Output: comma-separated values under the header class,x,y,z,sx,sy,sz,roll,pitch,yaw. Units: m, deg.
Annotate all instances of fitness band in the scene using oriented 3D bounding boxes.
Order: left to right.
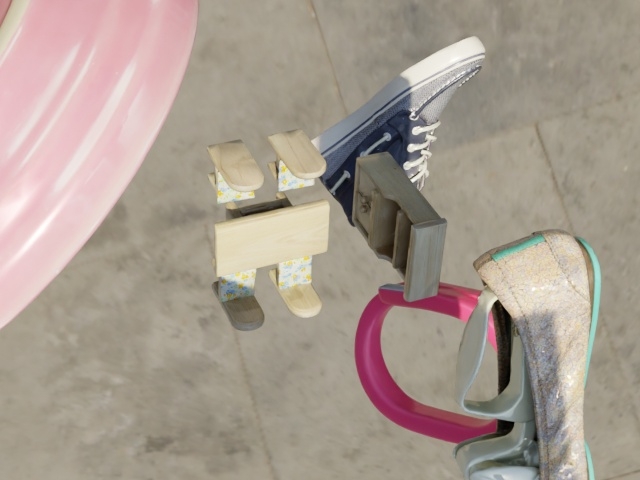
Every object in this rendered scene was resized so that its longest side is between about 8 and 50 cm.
class,x,y,z,sx,sy,sz,roll,pitch,yaw
fitness band,0.158,0.160,1.612,0.290,0.054,0.209,9,112,45

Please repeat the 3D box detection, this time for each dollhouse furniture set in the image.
class,x,y,z,sx,sy,sz,roll,pitch,yaw
dollhouse furniture set,0.000,0.000,1.416,0.242,0.212,0.161,-13,40,-19

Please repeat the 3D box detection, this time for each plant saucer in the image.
class,x,y,z,sx,sy,sz,roll,pitch,yaw
plant saucer,-0.218,-0.073,0.726,0.332,0.084,0.332,-29,41,28

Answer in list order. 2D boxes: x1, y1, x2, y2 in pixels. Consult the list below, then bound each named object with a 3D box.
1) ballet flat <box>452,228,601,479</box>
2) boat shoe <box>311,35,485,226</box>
class,x,y,z,sx,sy,sz,roll,pitch,yaw
ballet flat,0.158,0.140,0.975,0.106,0.107,0.316,-10,111,-14
boat shoe,0.137,-0.154,1.831,0.340,0.127,0.158,-34,83,34
